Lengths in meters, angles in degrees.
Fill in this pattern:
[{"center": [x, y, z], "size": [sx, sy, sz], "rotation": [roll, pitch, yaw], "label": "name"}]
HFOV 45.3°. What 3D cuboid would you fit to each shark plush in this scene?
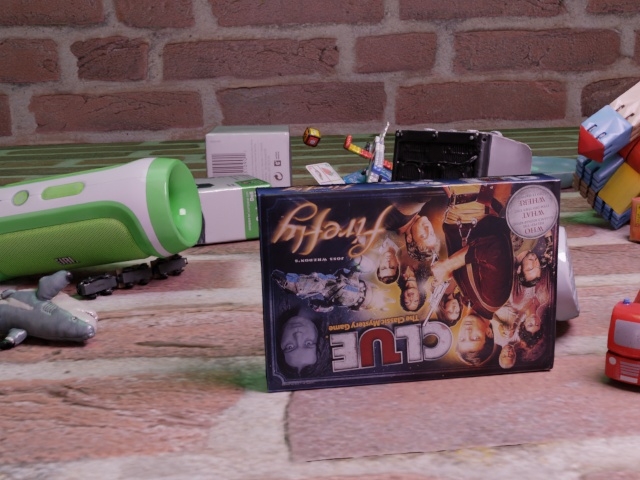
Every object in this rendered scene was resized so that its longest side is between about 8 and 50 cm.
[{"center": [-0.299, 0.077, 0.750], "size": [0.161, 0.073, 0.067], "rotation": [1, 42, -10], "label": "shark plush"}]

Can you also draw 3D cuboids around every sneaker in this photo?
[{"center": [0.209, 0.036, 0.794], "size": [0.091, 0.094, 0.258], "rotation": [-10, -1, 11], "label": "sneaker"}]

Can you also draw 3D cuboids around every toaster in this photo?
[{"center": [0.180, -0.057, 1.024], "size": [0.110, 0.185, 0.168], "rotation": [1, 7, -38], "label": "toaster"}]

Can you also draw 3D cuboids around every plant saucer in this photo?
[{"center": [0.426, -0.146, 1.665], "size": [0.318, 0.043, 0.317], "rotation": [-2, 13, 0], "label": "plant saucer"}]

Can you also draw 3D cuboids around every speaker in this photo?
[{"center": [-0.306, -0.024, 0.956], "size": [0.297, 0.131, 0.131], "rotation": [-8, 11, 12], "label": "speaker"}]

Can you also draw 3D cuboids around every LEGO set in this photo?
[{"center": [0.082, -0.095, 1.153], "size": [0.183, 0.060, 0.244], "rotation": [-14, 56, -45], "label": "LEGO set"}]

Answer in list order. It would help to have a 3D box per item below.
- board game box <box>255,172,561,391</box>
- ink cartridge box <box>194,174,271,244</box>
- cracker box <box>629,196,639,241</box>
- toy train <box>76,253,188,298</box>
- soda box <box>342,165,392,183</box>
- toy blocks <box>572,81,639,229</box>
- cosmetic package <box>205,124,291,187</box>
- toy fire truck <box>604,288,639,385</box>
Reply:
[{"center": [0.073, 0.033, 0.635], "size": [0.244, 0.164, 0.042], "rotation": [-4, 13, -7], "label": "board game box"}, {"center": [-0.193, -0.048, 1.205], "size": [0.209, 0.086, 0.153], "rotation": [-7, 13, -19], "label": "ink cartridge box"}, {"center": [0.577, -0.033, 1.082], "size": [0.232, 0.067, 0.156], "rotation": [-8, 14, -30], "label": "cracker box"}, {"center": [-0.230, 0.043, 0.949], "size": [0.036, 0.027, 0.158], "rotation": [-5, 8, 42], "label": "toy train"}, {"center": [0.079, -0.074, 1.271], "size": [0.067, 0.071, 0.210], "rotation": [38, 23, 9], "label": "soda box"}, {"center": [0.503, -0.135, 1.165], "size": [0.261, 0.190, 0.381], "rotation": [-36, -27, -2], "label": "toy blocks"}, {"center": [-0.130, -0.136, 1.444], "size": [0.152, 0.151, 0.183], "rotation": [-2, 14, -1], "label": "cosmetic package"}, {"center": [0.297, 0.034, 0.662], "size": [0.047, 0.135, 0.192], "rotation": [8, 15, 36], "label": "toy fire truck"}]
